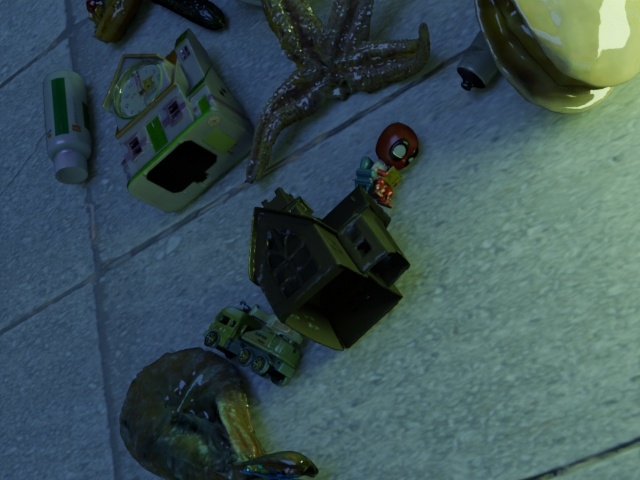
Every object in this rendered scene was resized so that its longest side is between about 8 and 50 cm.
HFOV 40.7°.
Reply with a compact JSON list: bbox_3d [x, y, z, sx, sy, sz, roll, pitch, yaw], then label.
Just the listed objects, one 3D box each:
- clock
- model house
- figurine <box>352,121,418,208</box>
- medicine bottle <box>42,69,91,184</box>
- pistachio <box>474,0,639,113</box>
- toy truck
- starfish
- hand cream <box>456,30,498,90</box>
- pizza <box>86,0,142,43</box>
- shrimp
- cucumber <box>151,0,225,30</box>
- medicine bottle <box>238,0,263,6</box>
[{"bbox_3d":[-0.289,-0.248,1.634,0.235,0.166,0.309,-39,53,17],"label":"clock"},{"bbox_3d":[0.000,0.000,1.305,0.204,0.211,0.243,-42,54,13],"label":"model house"},{"bbox_3d":[0.108,-0.126,1.373,0.075,0.068,0.140,18,77,42],"label":"figurine"},{"bbox_3d":[-0.546,-0.245,1.859,0.095,0.095,0.259,-28,57,24],"label":"medicine bottle"},{"bbox_3d":[0.334,-0.337,1.198,0.238,0.229,0.320,-2,73,-11],"label":"pistachio"},{"bbox_3d":[-0.103,0.161,1.400,0.169,0.077,0.100,21,76,39],"label":"toy truck"},{"bbox_3d":[0.003,-0.325,1.438,0.398,0.132,0.383,-11,103,28],"label":"starfish"},{"bbox_3d":[0.275,-0.311,1.337,0.087,0.054,0.186,33,85,31],"label":"hand cream"},{"bbox_3d":[-0.452,-0.605,1.924,0.251,0.074,0.287,-46,51,23],"label":"pizza"},{"bbox_3d":[-0.169,0.304,1.385,0.446,0.110,0.221,17,74,42],"label":"shrimp"},{"bbox_3d":[-0.278,-0.492,1.784,0.245,0.067,0.067,35,94,40],"label":"cucumber"},{"bbox_3d":[-0.116,-0.583,1.577,0.253,0.253,0.240,13,84,38],"label":"medicine bottle"}]
